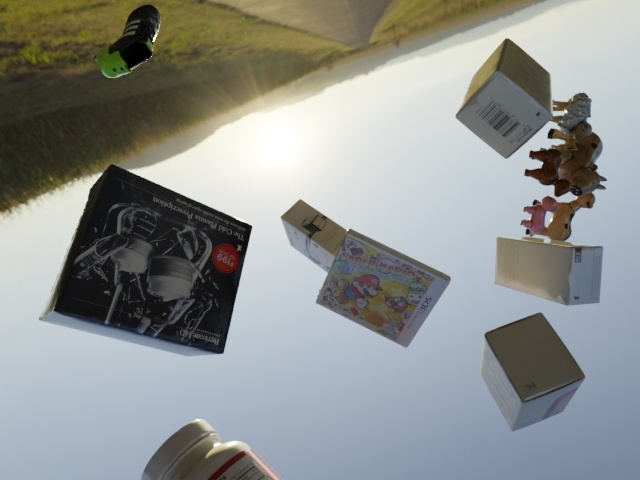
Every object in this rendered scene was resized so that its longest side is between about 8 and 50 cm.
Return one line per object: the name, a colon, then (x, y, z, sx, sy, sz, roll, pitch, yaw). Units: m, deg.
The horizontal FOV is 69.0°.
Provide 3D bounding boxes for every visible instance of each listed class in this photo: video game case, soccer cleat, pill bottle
video game case: (0.123, 0.105, 0.979, 0.227, 0.206, 0.026, 26, -146, 6)
soccer cleat: (-0.304, -0.334, 0.782, 0.072, 0.060, 0.178, 6, -124, 20)
pill bottle: (-0.163, 0.563, 0.931, 0.408, 0.229, 0.229, 35, -131, 24)

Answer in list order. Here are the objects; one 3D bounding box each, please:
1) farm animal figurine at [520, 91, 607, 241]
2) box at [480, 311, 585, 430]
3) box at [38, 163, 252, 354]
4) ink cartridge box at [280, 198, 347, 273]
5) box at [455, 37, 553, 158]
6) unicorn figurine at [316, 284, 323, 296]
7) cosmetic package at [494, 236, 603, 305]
farm animal figurine: (0.658, -0.165, 1.222, 0.172, 0.330, 0.326, 16, -110, 32)
box: (0.423, 0.276, 0.960, 0.127, 0.232, 0.148, -22, -127, 1)
box: (-0.362, 0.063, 1.019, 0.179, 0.343, 0.312, -18, -124, 49)
ink cartridge box: (0.000, 0.000, 1.192, 0.191, 0.139, 0.082, 34, -112, 28)
box: (0.406, -0.319, 1.012, 0.121, 0.148, 0.311, -49, -177, 40)
unicorn figurine: (0.052, 0.183, 1.445, 0.060, 0.111, 0.162, -35, -176, -20)
cosmetic package: (0.472, 0.056, 0.986, 0.086, 0.117, 0.231, -2, -173, -16)
